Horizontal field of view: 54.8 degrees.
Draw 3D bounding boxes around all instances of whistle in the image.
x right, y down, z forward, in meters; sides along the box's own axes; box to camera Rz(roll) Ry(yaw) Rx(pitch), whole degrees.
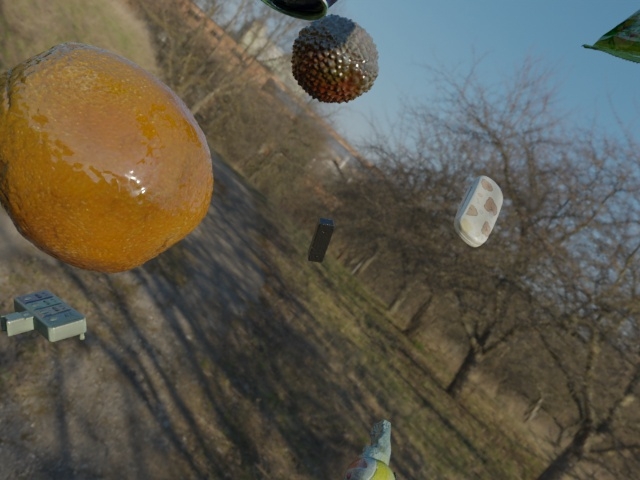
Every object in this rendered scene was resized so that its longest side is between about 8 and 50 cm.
[{"bbox_3d":[0.117,0.520,1.437,0.123,0.123,0.223,39,47,-24],"label":"whistle"}]

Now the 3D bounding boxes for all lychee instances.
[{"bbox_3d":[0.023,-0.341,1.167,0.165,0.165,0.197,38,-4,-34],"label":"lychee"}]

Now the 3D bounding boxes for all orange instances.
[{"bbox_3d":[-0.350,-0.131,0.976,0.357,0.322,0.322,56,3,-4],"label":"orange"}]

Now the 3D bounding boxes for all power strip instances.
[{"bbox_3d":[0.000,0.000,1.392,0.037,0.111,0.029,10,36,-13],"label":"power strip"},{"bbox_3d":[-0.656,0.184,1.429,0.145,0.061,0.215,-13,23,-44],"label":"power strip"}]

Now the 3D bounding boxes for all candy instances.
[{"bbox_3d":[0.420,-0.269,0.743,0.032,0.178,0.102,58,-7,-29],"label":"candy"}]

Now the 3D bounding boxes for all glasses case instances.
[{"bbox_3d":[0.272,-0.053,1.061,0.063,0.041,0.164,43,48,-7],"label":"glasses case"}]

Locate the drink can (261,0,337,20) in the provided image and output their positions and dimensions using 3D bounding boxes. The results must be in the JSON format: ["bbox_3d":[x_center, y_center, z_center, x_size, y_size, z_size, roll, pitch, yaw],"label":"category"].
[{"bbox_3d":[-0.006,-0.373,0.724,0.118,0.205,0.118,18,-4,1],"label":"drink can"}]
